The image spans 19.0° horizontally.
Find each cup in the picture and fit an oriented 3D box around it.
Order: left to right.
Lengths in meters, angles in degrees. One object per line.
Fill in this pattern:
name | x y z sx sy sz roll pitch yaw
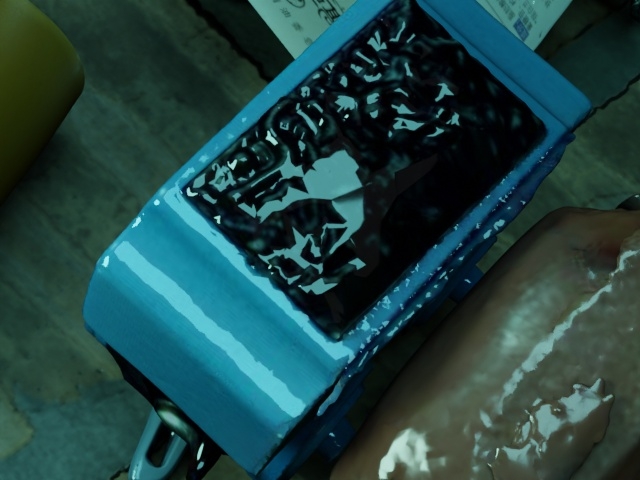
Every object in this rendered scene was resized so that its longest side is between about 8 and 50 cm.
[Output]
cup | -0.293 -0.055 1.222 0.226 0.182 0.264 5 60 35

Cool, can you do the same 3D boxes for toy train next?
toy train | 0.000 0.000 1.134 0.188 0.265 0.300 42 66 4

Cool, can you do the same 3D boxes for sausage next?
sausage | 0.124 0.092 1.072 0.152 0.152 0.279 40 83 16

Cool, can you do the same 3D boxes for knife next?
knife | -0.053 0.034 1.268 0.044 0.019 0.313 24 59 -1

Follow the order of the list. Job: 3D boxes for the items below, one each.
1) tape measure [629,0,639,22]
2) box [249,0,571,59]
tape measure | 0.225 -0.301 1.439 0.207 0.115 0.235 -40 64 -16
box | 0.043 -0.226 1.287 0.274 0.116 0.203 50 60 -24
